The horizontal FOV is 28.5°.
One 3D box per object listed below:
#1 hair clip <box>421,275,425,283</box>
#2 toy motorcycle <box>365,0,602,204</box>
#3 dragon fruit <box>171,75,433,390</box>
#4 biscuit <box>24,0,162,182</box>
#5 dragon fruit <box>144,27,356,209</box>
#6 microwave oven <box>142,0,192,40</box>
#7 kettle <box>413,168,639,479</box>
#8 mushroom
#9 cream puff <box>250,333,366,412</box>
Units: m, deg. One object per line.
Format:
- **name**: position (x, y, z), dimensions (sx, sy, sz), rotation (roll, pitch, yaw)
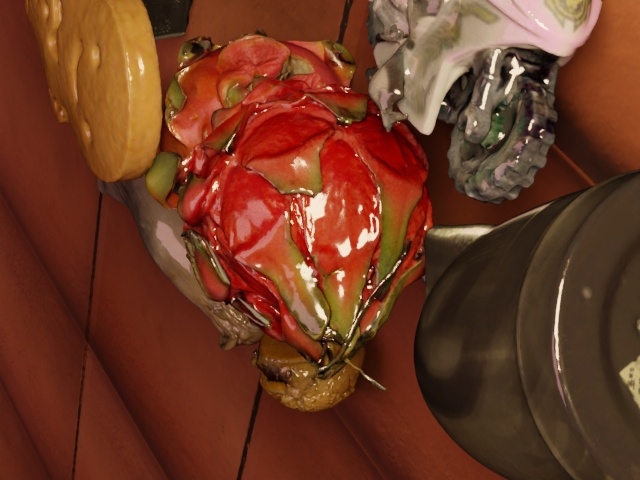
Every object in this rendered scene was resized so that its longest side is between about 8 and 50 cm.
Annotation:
- **hair clip**: position (0.110, 0.047, 1.205), dimensions (0.230, 0.039, 0.070), rotation (61, 146, 23)
- **toy motorcycle**: position (0.122, -0.176, 1.001), dimensions (0.188, 0.143, 0.327), rotation (-65, 28, 28)
- **dragon fruit**: position (0.000, 0.000, 1.054), dimensions (0.234, 0.233, 0.293), rotation (126, 134, -53)
- **biscuit**: position (-0.247, -0.211, 1.303), dimensions (0.355, 0.052, 0.275), rotation (63, 149, 33)
- **dragon fruit**: position (-0.069, -0.108, 1.274), dimensions (0.224, 0.224, 0.227), rotation (55, 151, 33)
- **microwave oven**: position (-0.245, -0.406, 1.476), dimensions (0.237, 0.181, 0.295), rotation (50, 141, 35)
- **kettle**: position (0.208, 0.113, 0.918), dimensions (0.321, 0.228, 0.324), rotation (55, 160, -7)
- **mushroom**: position (-0.177, -0.030, 1.577), dimensions (0.397, 0.126, 0.177), rotation (49, 151, 38)
- **cream puff**: position (-0.009, 0.133, 1.368), dimensions (0.133, 0.119, 0.104), rotation (52, 165, 55)
